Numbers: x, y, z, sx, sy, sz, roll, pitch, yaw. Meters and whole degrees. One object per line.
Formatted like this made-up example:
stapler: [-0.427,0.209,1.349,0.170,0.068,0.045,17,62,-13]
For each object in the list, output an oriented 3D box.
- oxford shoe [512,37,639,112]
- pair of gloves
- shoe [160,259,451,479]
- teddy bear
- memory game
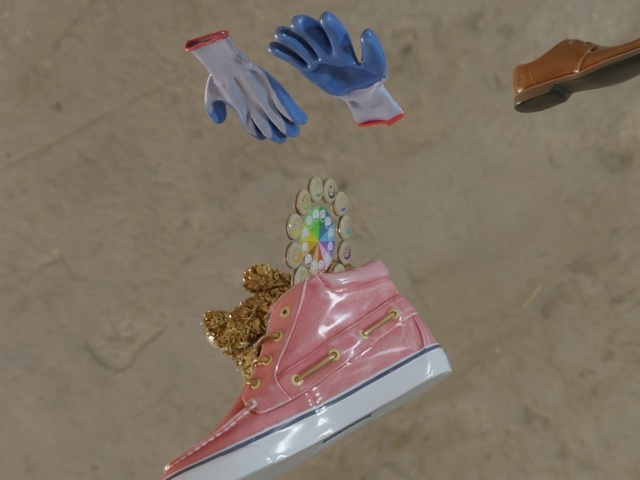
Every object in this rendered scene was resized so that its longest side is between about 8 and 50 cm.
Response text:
oxford shoe: [0.346,-0.235,1.325,0.212,0.076,0.076,-15,72,29]
pair of gloves: [-0.027,-0.140,0.912,0.198,0.159,0.023,-8,57,27]
shoe: [-0.020,0.077,0.554,0.178,0.063,0.081,-25,73,-19]
teddy bear: [-0.025,0.119,1.574,0.245,0.338,0.113,52,138,42]
memory game: [0.000,0.000,1.437,0.012,0.186,0.186,2,87,29]
